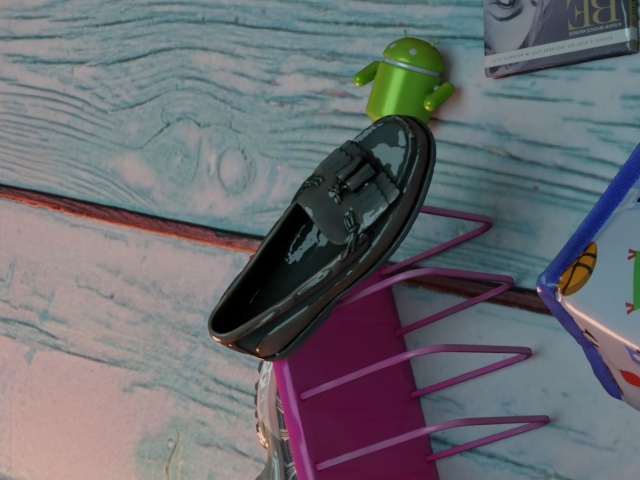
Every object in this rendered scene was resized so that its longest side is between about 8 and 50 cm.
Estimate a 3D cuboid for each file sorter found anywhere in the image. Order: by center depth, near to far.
[{"bbox_3d":[0.091,0.128,1.292,0.182,0.202,0.291,-25,70,35],"label":"file sorter"}]

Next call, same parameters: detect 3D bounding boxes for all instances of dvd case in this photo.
[{"bbox_3d":[0.227,-0.277,1.321,0.164,0.018,0.221,-5,83,41],"label":"dvd case"}]

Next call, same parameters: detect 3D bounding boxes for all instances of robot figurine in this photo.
[{"bbox_3d":[0.087,-0.156,1.404,0.101,0.067,0.115,23,101,31],"label":"robot figurine"}]

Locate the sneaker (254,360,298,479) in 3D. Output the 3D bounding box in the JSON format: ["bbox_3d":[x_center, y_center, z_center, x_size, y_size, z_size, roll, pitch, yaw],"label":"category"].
[{"bbox_3d":[0.002,0.214,1.448,0.122,0.110,0.283,4,92,24],"label":"sneaker"}]

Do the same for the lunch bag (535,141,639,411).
[{"bbox_3d":[0.405,-0.014,0.981,0.385,0.239,0.328,-50,47,-9],"label":"lunch bag"}]

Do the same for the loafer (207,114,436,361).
[{"bbox_3d":[0.000,0.000,1.200,0.096,0.084,0.267,47,109,32],"label":"loafer"}]
